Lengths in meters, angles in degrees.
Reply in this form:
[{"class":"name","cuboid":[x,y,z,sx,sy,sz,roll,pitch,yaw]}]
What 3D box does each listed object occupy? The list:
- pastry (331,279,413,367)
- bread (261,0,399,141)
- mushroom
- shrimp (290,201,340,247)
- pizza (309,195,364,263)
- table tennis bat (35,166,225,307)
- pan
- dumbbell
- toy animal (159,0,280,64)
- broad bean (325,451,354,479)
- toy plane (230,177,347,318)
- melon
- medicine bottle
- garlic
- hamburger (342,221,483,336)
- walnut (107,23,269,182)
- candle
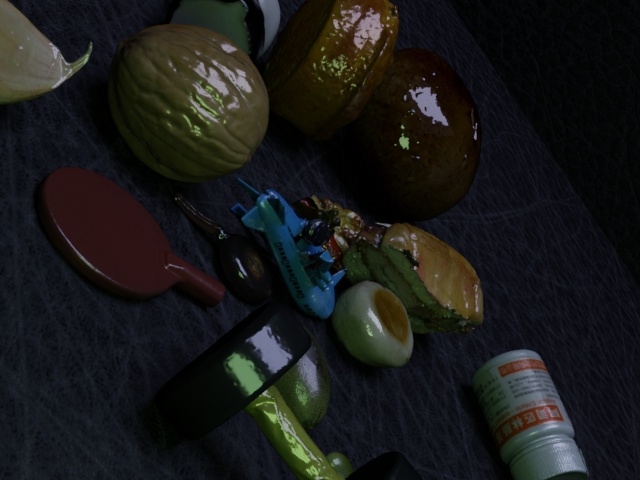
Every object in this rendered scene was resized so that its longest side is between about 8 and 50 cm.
[{"class":"pastry","cuboid":[0.086,0.141,2.074,0.156,0.092,0.156,36,31,-27]},{"class":"bread","cuboid":[0.015,-0.329,2.338,0.172,0.312,0.312,28,32,-19]},{"class":"mushroom","cuboid":[0.151,-0.229,2.505,0.356,0.331,0.334,26,60,23]},{"class":"shrimp","cuboid":[-0.013,-0.025,2.065,0.043,0.184,0.091,-29,95,-23]},{"class":"pizza","cuboid":[0.039,-0.022,2.256,0.175,0.046,0.134,47,26,-12]},{"class":"table tennis bat","cuboid":[-0.253,0.007,1.721,0.310,0.038,0.200,34,31,-34]},{"class":"pan","cuboid":[-0.142,0.003,1.919,0.212,0.040,0.115,51,19,-6]},{"class":"dumbbell","cuboid":[-0.033,0.257,1.582,0.322,0.203,0.204,52,25,-2]},{"class":"toy animal","cuboid":[-0.165,-0.395,2.251,0.187,0.165,0.235,48,23,-14]},{"class":"broad bean","cuboid":[0.026,0.336,1.772,0.083,0.045,0.063,64,27,4]},{"class":"toy plane","cuboid":[-0.037,0.017,1.968,0.254,0.105,0.271,27,-21,49]},{"class":"melon","cuboid":[-0.038,0.190,1.788,0.099,0.099,0.162,21,43,-49]},{"class":"medicine bottle","cuboid":[0.373,0.332,2.264,0.144,0.144,0.252,21,41,-49]},{"class":"garlic","cuboid":[-0.426,-0.255,1.618,0.245,0.164,0.145,36,12,-43]},{"class":"hamburger","cuboid":[0.169,0.066,2.205,0.245,0.155,0.282,-44,112,-51]},{"class":"walnut","cuboid":[-0.199,-0.209,1.897,0.261,0.225,0.225,43,26,-10]},{"class":"candle","cuboid":[0.000,0.000,2.174,0.162,0.053,0.048,57,-17,-6]}]
